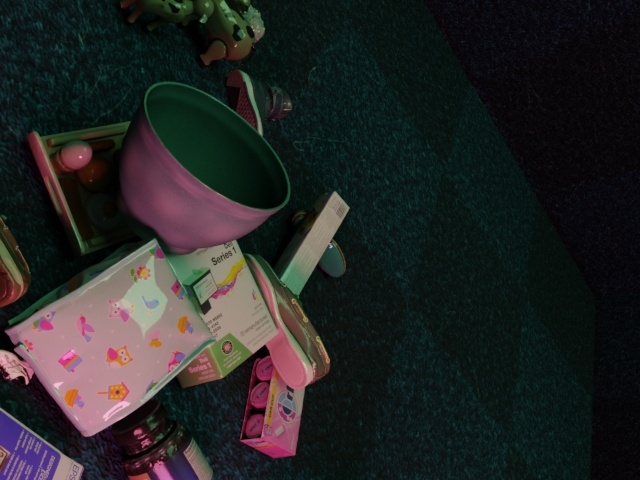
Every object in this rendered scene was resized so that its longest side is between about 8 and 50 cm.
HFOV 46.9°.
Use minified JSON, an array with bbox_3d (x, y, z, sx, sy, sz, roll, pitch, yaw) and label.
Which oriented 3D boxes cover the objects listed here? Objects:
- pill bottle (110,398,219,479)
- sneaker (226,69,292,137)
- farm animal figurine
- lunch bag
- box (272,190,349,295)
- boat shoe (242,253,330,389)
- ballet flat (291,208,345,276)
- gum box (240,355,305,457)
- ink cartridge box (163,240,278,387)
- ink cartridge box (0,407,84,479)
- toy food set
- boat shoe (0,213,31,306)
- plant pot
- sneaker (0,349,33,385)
[{"bbox_3d":[-0.256,0.384,1.239,0.219,0.123,0.123,62,35,-12],"label":"pill bottle"},{"bbox_3d":[-0.132,-0.287,1.764,0.163,0.086,0.226,10,65,-49],"label":"sneaker"},{"bbox_3d":[-0.254,-0.524,1.628,0.327,0.172,0.330,50,39,-28],"label":"farm animal figurine"},{"bbox_3d":[-0.340,0.154,1.191,0.262,0.160,0.223,-39,108,-32],"label":"lunch bag"},{"bbox_3d":[-0.036,0.021,1.703,0.067,0.063,0.324,46,55,-25],"label":"box"},{"bbox_3d":[-0.081,0.159,1.538,0.091,0.109,0.305,-16,72,-45],"label":"boat shoe"},{"bbox_3d":[0.000,0.000,1.834,0.206,0.073,0.067,58,14,-26],"label":"ballet flat"},{"bbox_3d":[-0.095,0.342,1.537,0.107,0.062,0.188,41,44,-38],"label":"gum box"},{"bbox_3d":[-0.227,0.107,1.415,0.201,0.117,0.278,-34,102,-55],"label":"ink cartridge box"},{"bbox_3d":[-0.445,0.351,1.019,0.208,0.045,0.206,48,26,-27],"label":"ink cartridge box"},{"bbox_3d":[-0.367,-0.114,1.346,0.306,0.092,0.219,-26,96,-55],"label":"toy food set"},{"bbox_3d":[-0.522,-0.022,1.108,0.095,0.095,0.257,-57,122,-77],"label":"boat shoe"},{"bbox_3d":[-0.226,-0.100,1.268,0.293,0.196,0.293,34,28,-22],"label":"plant pot"},{"bbox_3d":[-0.469,0.192,1.110,0.083,0.032,0.037,37,46,-39],"label":"sneaker"}]
